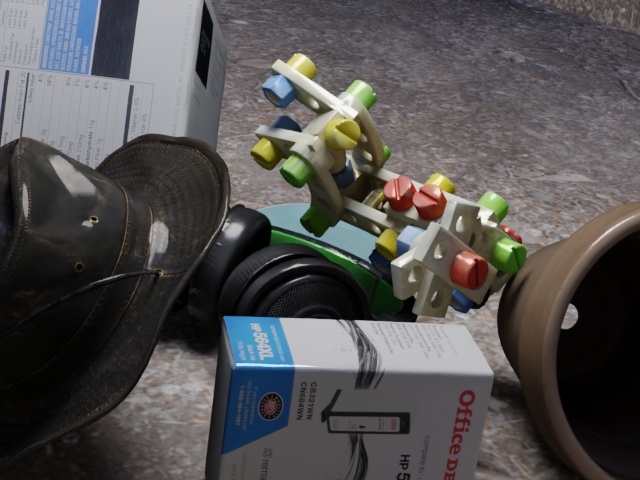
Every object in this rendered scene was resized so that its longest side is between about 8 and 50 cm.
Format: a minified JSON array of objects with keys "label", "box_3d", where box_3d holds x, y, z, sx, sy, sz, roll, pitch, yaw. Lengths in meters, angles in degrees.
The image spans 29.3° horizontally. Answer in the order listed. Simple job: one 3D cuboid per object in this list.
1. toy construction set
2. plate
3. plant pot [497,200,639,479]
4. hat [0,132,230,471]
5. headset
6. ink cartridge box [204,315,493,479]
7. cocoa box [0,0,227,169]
[{"label":"toy construction set","box_3d":[0.075,-0.037,1.147,0.151,0.215,0.327,-38,43,-7]},{"label":"plate","box_3d":[0.000,0.000,1.459,0.188,0.024,0.188,7,21,-3]},{"label":"plant pot","box_3d":[0.274,0.085,1.104,0.263,0.263,0.229,2,5,-14]},{"label":"hat","box_3d":[-0.233,0.012,0.965,0.134,0.331,0.331,45,2,-32]},{"label":"headset","box_3d":[-0.079,0.068,1.180,0.243,0.185,0.394,32,17,37]},{"label":"ink cartridge box","box_3d":[0.020,0.144,0.953,0.203,0.148,0.086,3,22,-12]},{"label":"cocoa box","box_3d":[-0.235,-0.147,1.314,0.227,0.232,0.347,7,-3,0]}]
